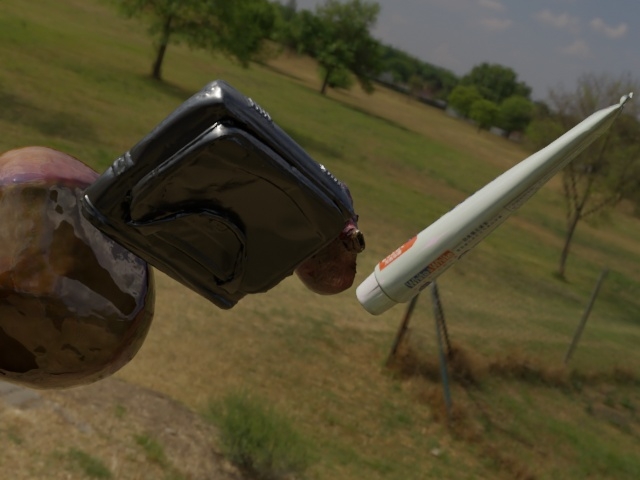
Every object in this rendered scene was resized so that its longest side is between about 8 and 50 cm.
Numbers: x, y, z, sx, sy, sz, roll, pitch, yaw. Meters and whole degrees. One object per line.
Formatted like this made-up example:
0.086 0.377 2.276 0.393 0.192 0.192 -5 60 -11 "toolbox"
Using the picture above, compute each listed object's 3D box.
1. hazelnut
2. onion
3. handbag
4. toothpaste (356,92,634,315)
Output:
-0.403 0.043 1.310 0.366 0.365 0.366 18 10 -3 "hazelnut"
0.000 0.000 1.523 0.098 0.205 0.151 -7 12 -28 "onion"
-0.116 -0.038 1.095 0.275 0.244 0.088 38 22 -43 "handbag"
0.109 -0.021 0.580 0.033 0.218 0.052 53 24 6 "toothpaste"
